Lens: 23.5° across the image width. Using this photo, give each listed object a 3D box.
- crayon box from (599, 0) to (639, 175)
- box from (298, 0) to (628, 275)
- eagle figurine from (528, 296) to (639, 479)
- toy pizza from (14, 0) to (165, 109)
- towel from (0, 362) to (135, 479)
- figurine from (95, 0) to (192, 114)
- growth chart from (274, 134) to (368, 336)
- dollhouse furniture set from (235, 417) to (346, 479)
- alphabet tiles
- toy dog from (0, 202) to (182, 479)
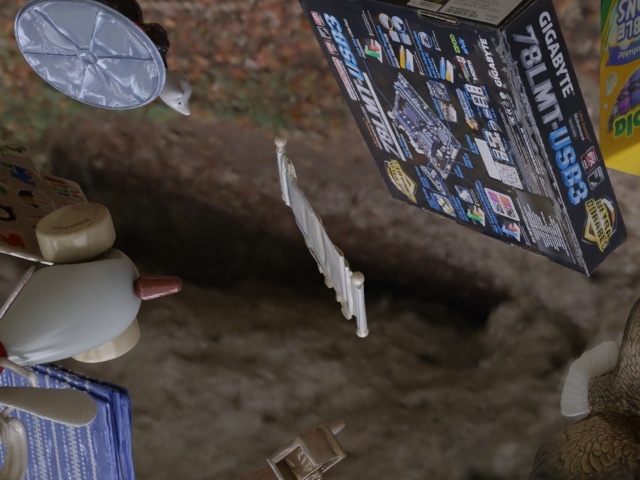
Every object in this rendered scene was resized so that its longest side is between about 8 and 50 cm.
[{"bbox_3d":[0.420,-0.210,1.804,0.083,0.323,0.203,13,159,-26],"label":"crayon box"},{"bbox_3d":[0.133,-0.129,1.481,0.293,0.073,0.295,25,149,49],"label":"box"},{"bbox_3d":[0.340,0.184,1.649,0.225,0.226,0.298,-17,157,23],"label":"eagle figurine"},{"bbox_3d":[-0.285,-0.240,1.923,0.201,0.032,0.201,14,147,10],"label":"toy pizza"},{"bbox_3d":[-0.339,0.247,1.902,0.336,0.243,0.040,16,-152,41],"label":"towel"},{"bbox_3d":[-0.298,-0.319,2.568,0.209,0.092,0.215,43,168,31],"label":"figurine"},{"bbox_3d":[0.000,0.000,1.922,0.237,0.021,0.172,60,169,21],"label":"growth chart"},{"bbox_3d":[0.009,0.456,1.999,0.355,0.303,0.174,55,-154,13],"label":"dollhouse furniture set"},{"bbox_3d":[-0.401,-0.066,1.732,0.342,0.011,0.285,18,-158,-35],"label":"alphabet tiles"},{"bbox_3d":[-0.260,0.097,1.557,0.161,0.334,0.220,-1,137,30],"label":"toy dog"}]
